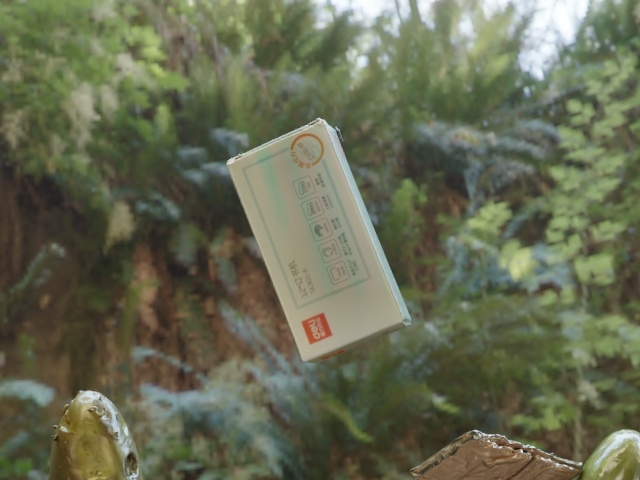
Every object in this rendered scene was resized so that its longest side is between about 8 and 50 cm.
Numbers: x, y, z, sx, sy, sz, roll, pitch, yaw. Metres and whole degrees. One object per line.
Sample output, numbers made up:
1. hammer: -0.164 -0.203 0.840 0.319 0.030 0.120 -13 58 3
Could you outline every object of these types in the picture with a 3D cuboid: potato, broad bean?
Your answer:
1. potato: -0.336 0.364 2.026 0.141 0.192 0.296 -14 -67 -24
2. broad bean: 0.373 0.364 1.829 0.189 0.121 0.263 -32 -41 -39

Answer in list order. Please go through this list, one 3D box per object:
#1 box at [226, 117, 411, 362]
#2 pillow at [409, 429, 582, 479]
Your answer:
1. box: 0.000 0.000 1.596 0.135 0.269 0.079 -24 -10 9
2. pillow: 0.228 0.294 1.712 0.232 0.043 0.126 23 -50 -40
